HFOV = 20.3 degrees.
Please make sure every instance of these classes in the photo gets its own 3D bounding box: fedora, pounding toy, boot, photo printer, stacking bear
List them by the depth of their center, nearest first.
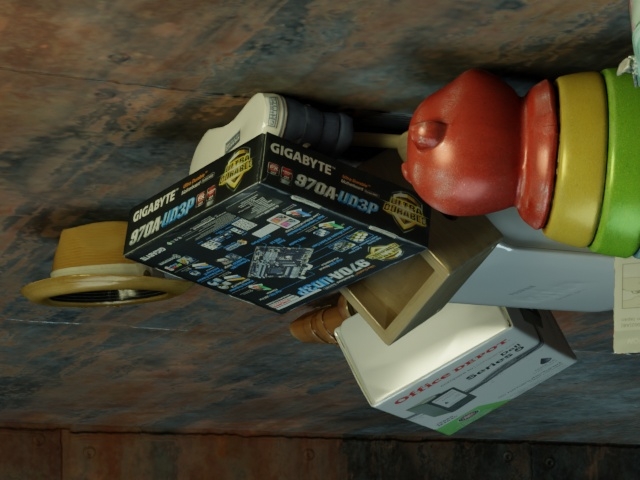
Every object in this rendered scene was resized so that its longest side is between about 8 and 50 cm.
[{"bbox_3d":[0.211,-0.070,1.417,0.289,0.164,0.175,3,166,0],"label":"stacking bear"},{"bbox_3d":[-0.046,-0.070,1.550,0.086,0.069,0.190,11,162,-23],"label":"boot"},{"bbox_3d":[0.074,-0.043,1.596,0.094,0.181,0.206,-31,165,-41],"label":"pounding toy"},{"bbox_3d":[0.212,-0.001,1.778,0.308,0.107,0.256,5,165,-24],"label":"photo printer"},{"bbox_3d":[-0.229,0.025,1.912,0.194,0.079,0.194,-5,171,-1],"label":"fedora"},{"bbox_3d":[0.026,0.103,2.283,0.152,0.072,0.197,-4,164,28],"label":"boot"}]

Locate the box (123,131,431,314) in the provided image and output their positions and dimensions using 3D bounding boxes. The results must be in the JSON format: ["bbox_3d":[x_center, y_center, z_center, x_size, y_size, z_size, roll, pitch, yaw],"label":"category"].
[{"bbox_3d":[-0.040,-0.009,1.535,0.175,0.051,0.220,21,152,-30],"label":"box"}]

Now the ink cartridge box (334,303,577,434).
[{"bbox_3d":[0.168,0.128,2.166,0.198,0.114,0.273,-32,157,15],"label":"ink cartridge box"}]

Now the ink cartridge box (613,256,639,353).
[{"bbox_3d":[0.343,-0.005,1.511,0.189,0.232,0.066,-5,153,19],"label":"ink cartridge box"}]

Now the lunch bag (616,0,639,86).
[{"bbox_3d":[0.333,-0.149,1.171,0.279,0.107,0.224,-4,166,12],"label":"lunch bag"}]
